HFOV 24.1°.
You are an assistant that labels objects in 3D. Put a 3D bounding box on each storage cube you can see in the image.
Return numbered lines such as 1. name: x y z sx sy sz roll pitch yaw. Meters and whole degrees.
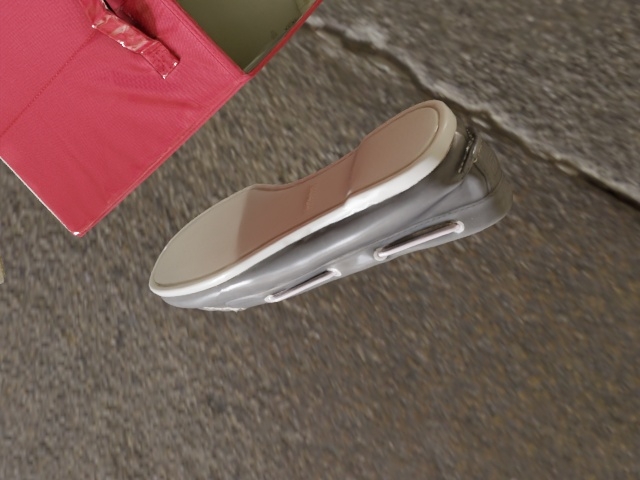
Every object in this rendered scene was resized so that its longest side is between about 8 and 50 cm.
1. storage cube: -0.143 -0.154 1.056 0.183 0.215 0.193 45 122 -8

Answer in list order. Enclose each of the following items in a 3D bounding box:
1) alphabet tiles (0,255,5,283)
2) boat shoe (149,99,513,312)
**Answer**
1. alphabet tiles: -0.208 0.051 0.247 0.342 0.285 0.011 -34 65 -21
2. boat shoe: 0.000 0.000 1.171 0.335 0.112 0.095 -24 123 39
